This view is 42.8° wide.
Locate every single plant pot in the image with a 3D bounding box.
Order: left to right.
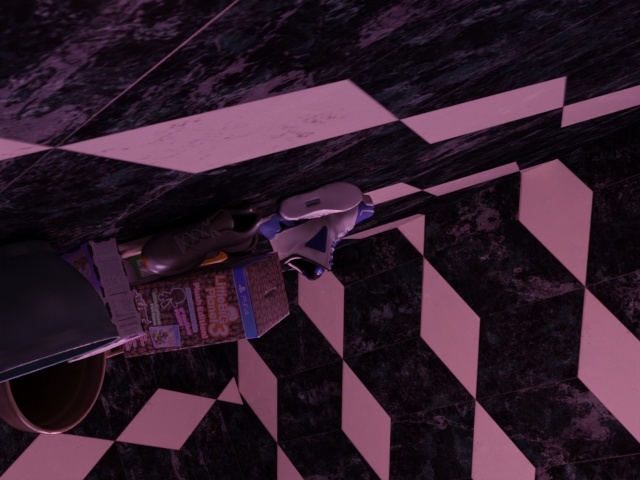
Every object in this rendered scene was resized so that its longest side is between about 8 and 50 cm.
[{"bbox_3d":[-0.693,0.263,1.834,0.280,0.323,0.323,-3,-178,24],"label":"plant pot"},{"bbox_3d":[-0.500,0.116,1.333,0.293,0.196,0.293,-19,176,-2],"label":"plant pot"}]

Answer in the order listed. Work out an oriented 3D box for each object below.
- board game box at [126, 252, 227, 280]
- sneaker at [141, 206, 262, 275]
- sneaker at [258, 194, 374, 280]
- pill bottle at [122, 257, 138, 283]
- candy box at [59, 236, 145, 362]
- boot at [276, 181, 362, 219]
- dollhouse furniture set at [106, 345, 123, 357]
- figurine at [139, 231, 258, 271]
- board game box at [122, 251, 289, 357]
[{"bbox_3d":[-0.406,0.081,2.041,0.242,0.064,0.316,-16,174,-33],"label":"board game box"},{"bbox_3d":[-0.233,-0.015,1.631,0.262,0.099,0.121,-22,167,-35],"label":"sneaker"},{"bbox_3d":[-0.001,0.000,2.052,0.315,0.182,0.127,-16,175,-33],"label":"sneaker"},{"bbox_3d":[-0.467,0.103,1.808,0.108,0.108,0.193,-17,174,-22],"label":"pill bottle"},{"bbox_3d":[-0.435,0.114,1.549,0.164,0.196,0.070,-22,174,35],"label":"candy box"},{"bbox_3d":[-0.007,-0.087,1.830,0.190,0.069,0.086,-10,180,-13],"label":"boot"},{"bbox_3d":[-0.614,0.235,2.214,0.129,0.184,0.129,-19,175,-8],"label":"dollhouse furniture set"},{"bbox_3d":[-0.278,0.020,1.807,0.214,0.092,0.209,-15,177,-37],"label":"figurine"},{"bbox_3d":[-0.240,0.128,1.691,0.291,0.141,0.232,-10,-176,14],"label":"board game box"}]
